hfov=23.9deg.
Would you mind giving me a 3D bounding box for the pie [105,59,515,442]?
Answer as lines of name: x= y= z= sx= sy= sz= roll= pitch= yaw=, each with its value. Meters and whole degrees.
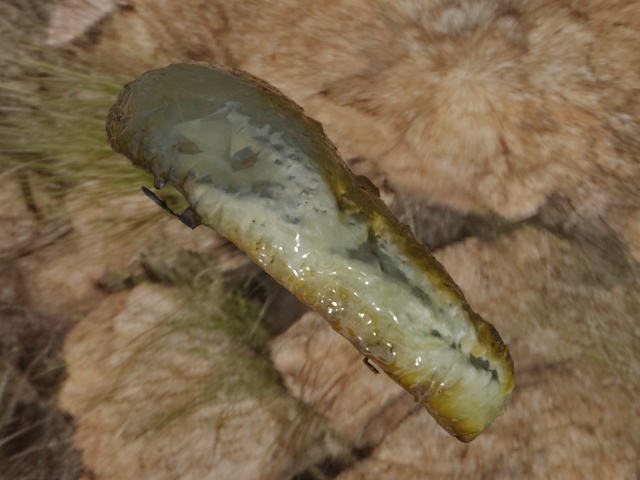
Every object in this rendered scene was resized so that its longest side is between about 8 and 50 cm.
pie: x=0.000 y=0.000 z=0.895 sx=0.315 sy=0.315 sz=0.092 roll=43 pitch=89 yaw=0
